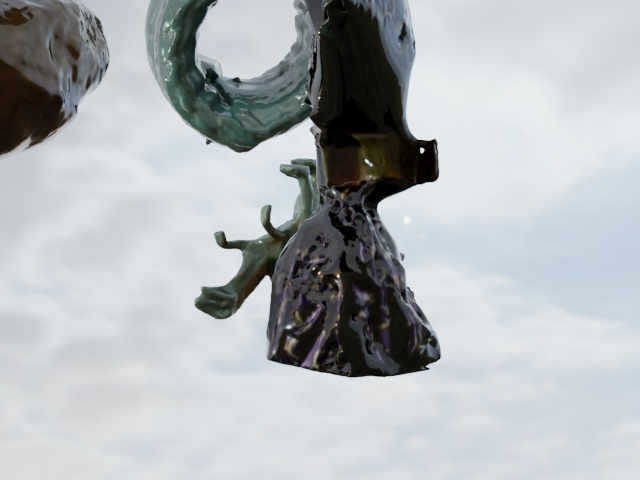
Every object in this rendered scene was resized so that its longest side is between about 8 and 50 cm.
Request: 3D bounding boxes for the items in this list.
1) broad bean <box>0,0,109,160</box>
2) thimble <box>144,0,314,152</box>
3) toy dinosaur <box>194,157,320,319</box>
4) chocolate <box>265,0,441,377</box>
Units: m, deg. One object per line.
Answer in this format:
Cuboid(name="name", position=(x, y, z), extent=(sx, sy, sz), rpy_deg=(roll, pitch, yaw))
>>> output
Cuboid(name="broad bean", position=(-0.236, -0.114, 1.013), extent=(0.156, 0.122, 0.228), rpy_deg=(-13, 10, 23))
Cuboid(name="thimble", position=(-0.070, -0.201, 1.462), extent=(0.198, 0.235, 0.143), rpy_deg=(15, 15, -17))
Cuboid(name="toy dinosaur", position=(-0.002, -0.001, 0.970), extent=(0.044, 0.106, 0.187), rpy_deg=(9, 10, 43))
Cuboid(name="chocolate", position=(0.015, -0.028, 0.495), extent=(0.070, 0.147, 0.072), rpy_deg=(7, 14, -5))
